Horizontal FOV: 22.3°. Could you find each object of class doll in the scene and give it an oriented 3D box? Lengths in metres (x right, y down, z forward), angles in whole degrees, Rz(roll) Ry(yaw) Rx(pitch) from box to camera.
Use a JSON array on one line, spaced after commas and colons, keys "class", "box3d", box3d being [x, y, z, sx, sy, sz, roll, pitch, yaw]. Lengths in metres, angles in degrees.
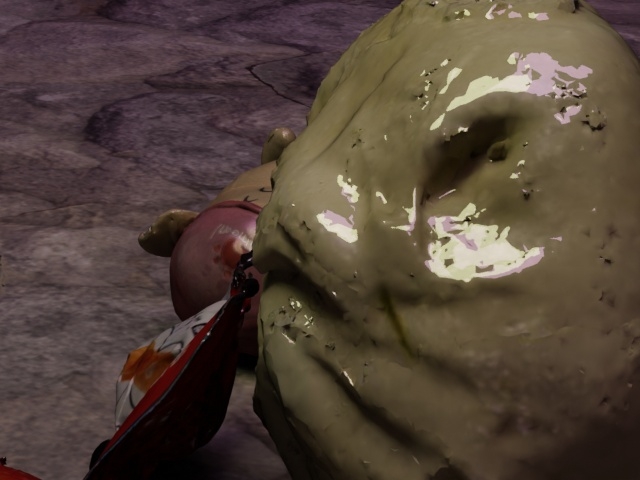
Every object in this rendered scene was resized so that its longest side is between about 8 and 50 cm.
[{"class": "doll", "box3d": [-0.001, -0.004, 1.238, 0.196, 0.152, 0.256, 1, 21, 34]}]

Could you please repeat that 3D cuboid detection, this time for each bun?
[{"class": "bun", "box3d": [0.077, 0.027, 0.923, 0.234, 0.362, 0.326, -2, -23, 1]}]

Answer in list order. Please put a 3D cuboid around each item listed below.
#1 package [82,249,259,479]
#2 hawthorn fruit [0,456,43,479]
[{"class": "package", "box3d": [-0.089, 0.097, 0.958, 0.071, 0.194, 0.269, 25, 10, -4]}, {"class": "hawthorn fruit", "box3d": [-0.155, 0.180, 0.734, 0.169, 0.169, 0.188, -2, 18, -13]}]
